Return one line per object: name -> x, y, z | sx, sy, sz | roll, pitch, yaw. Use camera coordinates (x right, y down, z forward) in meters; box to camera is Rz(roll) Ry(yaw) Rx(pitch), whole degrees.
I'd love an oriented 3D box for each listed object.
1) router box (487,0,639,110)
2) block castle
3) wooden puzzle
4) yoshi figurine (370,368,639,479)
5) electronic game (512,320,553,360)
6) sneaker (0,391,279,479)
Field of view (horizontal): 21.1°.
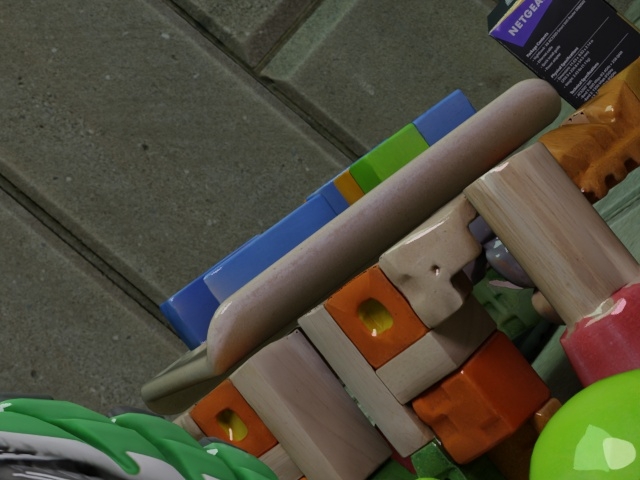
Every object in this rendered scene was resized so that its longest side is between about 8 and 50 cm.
router box -> 0.258, -0.136, 1.467 | 0.081, 0.243, 0.309 | -50, 3, 11
block castle -> 0.117, 0.086, 1.163 | 0.453, 0.213, 0.303 | -39, -3, 42
wooden puzzle -> 0.000, 0.000, 1.335 | 0.322, 0.080, 0.348 | -37, -3, -18
yoshi figurine -> 0.117, 0.140, 0.627 | 0.203, 0.203, 0.362 | -34, 2, 7
electronic game -> 0.166, 0.109, 1.719 | 0.229, 0.048, 0.229 | -50, 2, 2
sneaker -> 0.012, 0.155, 0.329 | 0.134, 0.343, 0.146 | -51, 11, 5
